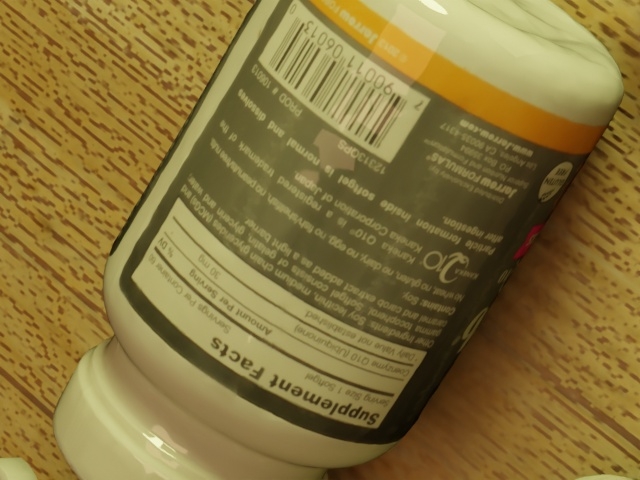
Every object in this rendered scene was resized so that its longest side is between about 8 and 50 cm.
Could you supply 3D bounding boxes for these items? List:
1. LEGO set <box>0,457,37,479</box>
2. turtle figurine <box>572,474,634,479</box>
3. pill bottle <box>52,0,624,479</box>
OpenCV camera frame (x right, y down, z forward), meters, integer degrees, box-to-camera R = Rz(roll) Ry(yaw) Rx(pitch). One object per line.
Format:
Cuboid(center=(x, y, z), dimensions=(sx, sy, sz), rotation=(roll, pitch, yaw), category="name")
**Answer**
Cuboid(center=(-0.141, 0.233, 1.026), dimensions=(0.093, 0.087, 0.227), rotation=(28, 105, 39), category="LEGO set")
Cuboid(center=(0.181, 0.235, 0.822), dimensions=(0.198, 0.274, 0.266), rotation=(-49, 28, 47), category="turtle figurine")
Cuboid(center=(0.000, 0.000, 0.903), dimensions=(0.162, 0.162, 0.278), rotation=(39, 110, 20), category="pill bottle")
